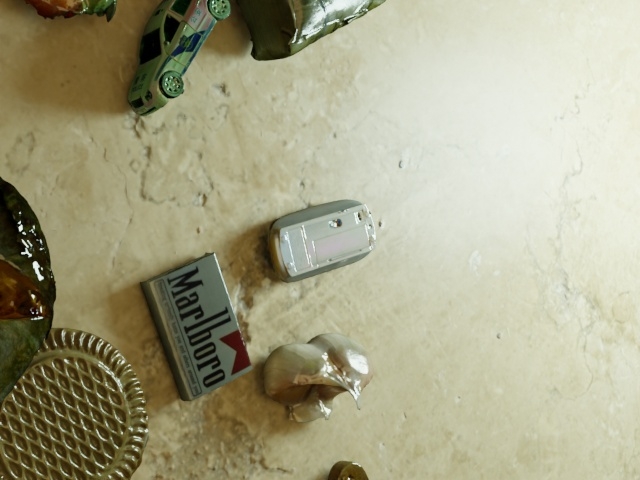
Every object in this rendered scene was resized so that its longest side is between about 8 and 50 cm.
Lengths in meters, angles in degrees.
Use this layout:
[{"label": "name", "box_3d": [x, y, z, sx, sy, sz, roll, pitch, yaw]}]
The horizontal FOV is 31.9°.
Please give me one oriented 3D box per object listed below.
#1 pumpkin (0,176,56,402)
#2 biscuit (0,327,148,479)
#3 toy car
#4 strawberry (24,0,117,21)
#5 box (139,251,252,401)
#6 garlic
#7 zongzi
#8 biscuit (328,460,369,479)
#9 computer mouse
[{"label": "pumpkin", "box_3d": [-0.444, 0.058, 1.226, 0.320, 0.192, 0.320, 9, 69, -25]}, {"label": "biscuit", "box_3d": [-0.325, 0.231, 1.392, 0.259, 0.079, 0.259, 4, 83, -37]}, {"label": "toy car", "box_3d": [-0.198, -0.271, 1.511, 0.076, 0.090, 0.224, 38, 66, -26]}, {"label": "strawberry", "box_3d": [-0.331, -0.351, 1.417, 0.192, 0.085, 0.140, 0, 103, -17]}, {"label": "box", "box_3d": [-0.170, 0.118, 1.544, 0.115, 0.036, 0.177, -24, 102, -36]}, {"label": "garlic", "box_3d": [-0.004, 0.197, 1.634, 0.174, 0.099, 0.124, 1, 72, -37]}, {"label": "zongzi", "box_3d": [-0.020, -0.421, 1.637, 0.274, 0.125, 0.251, -34, 114, -36]}, {"label": "biscuit", "box_3d": [0.115, 0.454, 1.739, 0.320, 0.047, 0.183, 42, 62, -28]}, {"label": "computer mouse", "box_3d": [-0.001, 0.000, 1.675, 0.199, 0.045, 0.102, -18, 98, -36]}]
